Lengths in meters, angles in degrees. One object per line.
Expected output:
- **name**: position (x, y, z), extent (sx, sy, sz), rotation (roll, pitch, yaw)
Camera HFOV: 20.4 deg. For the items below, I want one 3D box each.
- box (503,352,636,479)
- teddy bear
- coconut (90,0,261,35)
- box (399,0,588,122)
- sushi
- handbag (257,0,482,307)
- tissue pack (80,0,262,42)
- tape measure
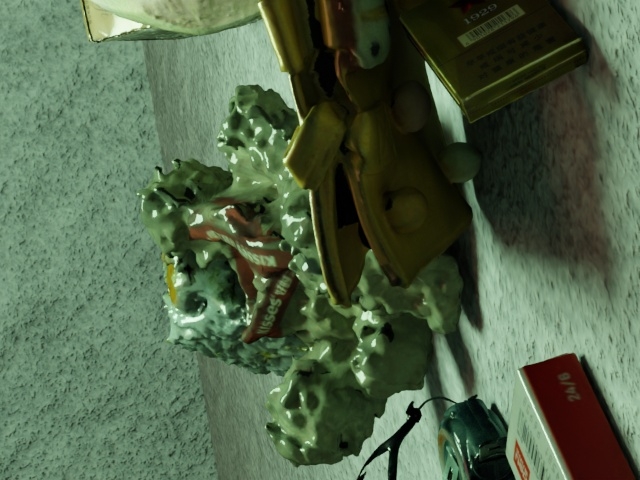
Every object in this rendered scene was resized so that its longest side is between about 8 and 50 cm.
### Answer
- **box**: position (0.196, 0.206, 1.272), extent (0.123, 0.050, 0.229), rotation (88, 165, -50)
- **teddy bear**: position (0.000, 0.000, 1.660), extent (0.357, 0.224, 0.367), rotation (60, 163, 13)
- **coconut**: position (-0.131, -0.338, 1.750), extent (0.297, 0.297, 0.254), rotation (-119, 28, -57)
- **box**: position (0.116, -0.138, 1.206), extent (0.023, 0.090, 0.133), rotation (64, 179, -36)
- **sushi**: position (-0.077, 0.042, 1.946), extent (0.139, 0.274, 0.184), rotation (-40, 41, 49)
- **handbag**: position (0.022, -0.165, 1.342), extent (0.283, 0.133, 0.401), rotation (-36, -64, -73)
- **tissue pack**: position (-0.171, -0.407, 2.147), extent (0.238, 0.238, 0.305), rotation (170, 89, -79)
- **tape measure**: position (0.088, 0.208, 1.533), extent (0.104, 0.180, 0.107), rotation (37, 140, 49)
